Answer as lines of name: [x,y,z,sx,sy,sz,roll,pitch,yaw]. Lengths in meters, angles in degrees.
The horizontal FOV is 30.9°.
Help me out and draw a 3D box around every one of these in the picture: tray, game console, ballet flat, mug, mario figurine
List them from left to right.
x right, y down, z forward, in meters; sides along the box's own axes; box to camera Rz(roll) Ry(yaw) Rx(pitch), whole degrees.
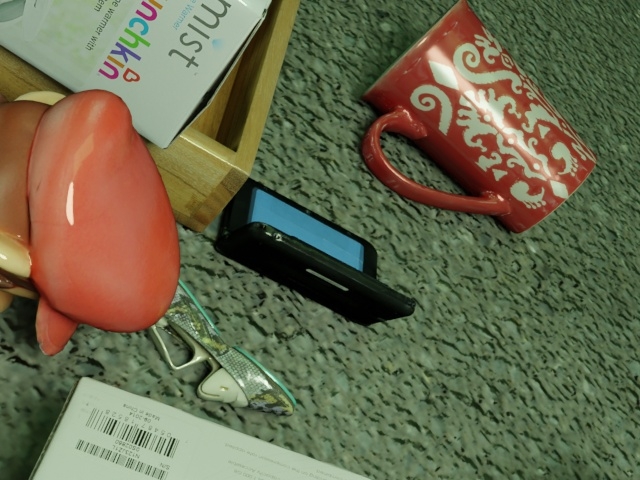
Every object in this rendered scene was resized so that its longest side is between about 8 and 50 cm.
mario figurine: [-0.228,-0.019,0.582,0.321,0.170,0.198,21,80,-10]
tray: [-0.116,-0.207,0.846,0.203,0.076,0.411,30,42,-17]
ballet flat: [-0.066,0.070,0.677,0.114,0.041,0.041,46,39,3]
game console: [0.000,0.000,0.765,0.122,0.107,0.071,27,70,-18]
mug: [0.118,-0.083,0.931,0.169,0.150,0.113,45,3,-5]

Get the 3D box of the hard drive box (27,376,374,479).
hard drive box: [-0.064,0.194,0.486,0.181,0.089,0.232,20,42,-2]

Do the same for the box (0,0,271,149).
box: [-0.121,-0.226,0.702,0.231,0.127,0.262,33,40,-14]
